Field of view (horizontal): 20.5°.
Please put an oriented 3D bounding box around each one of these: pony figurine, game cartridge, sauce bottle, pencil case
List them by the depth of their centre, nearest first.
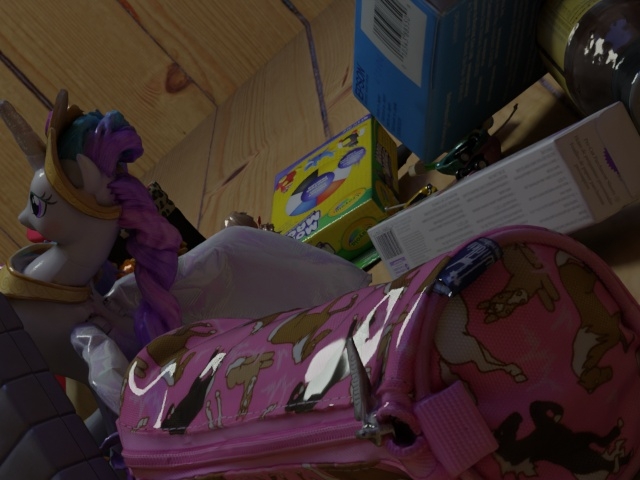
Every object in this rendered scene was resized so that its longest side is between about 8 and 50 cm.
[{"bbox_3d":[0.021,0.098,1.038,0.386,0.167,0.160,-19,45,59],"label":"pencil case"},{"bbox_3d":[-0.267,0.231,1.317,0.068,0.230,0.355,-20,-23,-49],"label":"game cartridge"},{"bbox_3d":[0.233,-0.134,1.326,0.111,0.111,0.344,-41,13,10],"label":"sauce bottle"},{"bbox_3d":[-0.150,0.095,1.369,0.363,0.351,0.303,-58,-2,33],"label":"pony figurine"}]

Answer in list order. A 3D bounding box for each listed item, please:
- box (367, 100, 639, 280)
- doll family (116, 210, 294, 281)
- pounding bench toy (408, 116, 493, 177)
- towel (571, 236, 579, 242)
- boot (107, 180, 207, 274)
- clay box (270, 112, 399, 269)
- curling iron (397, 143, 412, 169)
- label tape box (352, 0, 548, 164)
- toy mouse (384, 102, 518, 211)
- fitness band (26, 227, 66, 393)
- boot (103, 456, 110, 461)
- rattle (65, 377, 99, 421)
[{"bbox_3d":[0.131,-0.023,1.295,0.063,0.067,0.324,-29,0,-23],"label":"box"},{"bbox_3d":[-0.108,0.059,1.650,0.118,0.163,0.263,-49,13,-26],"label":"doll family"},{"bbox_3d":[0.124,-0.093,1.686,0.052,0.065,0.083,-163,88,-77],"label":"pounding bench toy"},{"bbox_3d":[0.095,0.084,1.205,0.197,0.029,0.144,-51,13,-34],"label":"towel"},{"bbox_3d":[-0.192,0.072,1.850,0.236,0.178,0.085,-45,12,-11],"label":"boot"},{"bbox_3d":[0.014,-0.031,1.751,0.127,0.053,0.222,-33,23,17],"label":"clay box"},{"bbox_3d":[0.000,0.000,1.831,0.274,0.035,0.068,-44,24,-13],"label":"curling iron"},{"bbox_3d":[0.190,-0.255,1.551,0.347,0.115,0.249,-40,-20,-17],"label":"label tape box"},{"bbox_3d":[0.136,-0.063,1.593,0.143,0.031,0.161,-45,12,-6],"label":"toy mouse"},{"bbox_3d":[-0.269,0.080,1.775,0.291,0.054,0.209,-3,75,67],"label":"fitness band"},{"bbox_3d":[-0.257,0.284,1.630,0.264,0.096,0.280,-37,18,-7],"label":"boot"},{"bbox_3d":[-0.172,0.115,1.540,0.130,0.199,0.143,-57,38,-3],"label":"rattle"}]
